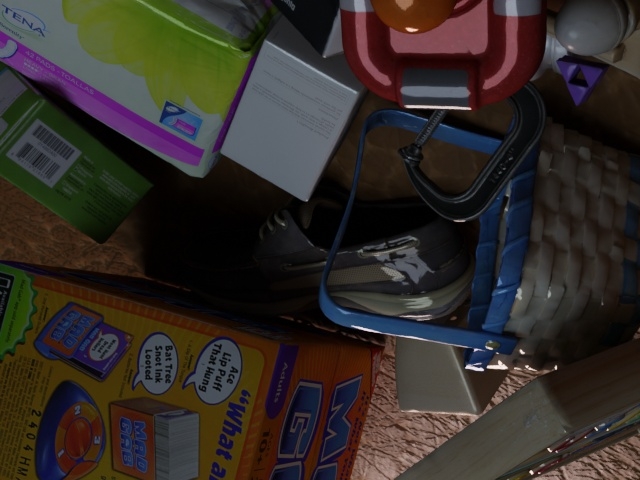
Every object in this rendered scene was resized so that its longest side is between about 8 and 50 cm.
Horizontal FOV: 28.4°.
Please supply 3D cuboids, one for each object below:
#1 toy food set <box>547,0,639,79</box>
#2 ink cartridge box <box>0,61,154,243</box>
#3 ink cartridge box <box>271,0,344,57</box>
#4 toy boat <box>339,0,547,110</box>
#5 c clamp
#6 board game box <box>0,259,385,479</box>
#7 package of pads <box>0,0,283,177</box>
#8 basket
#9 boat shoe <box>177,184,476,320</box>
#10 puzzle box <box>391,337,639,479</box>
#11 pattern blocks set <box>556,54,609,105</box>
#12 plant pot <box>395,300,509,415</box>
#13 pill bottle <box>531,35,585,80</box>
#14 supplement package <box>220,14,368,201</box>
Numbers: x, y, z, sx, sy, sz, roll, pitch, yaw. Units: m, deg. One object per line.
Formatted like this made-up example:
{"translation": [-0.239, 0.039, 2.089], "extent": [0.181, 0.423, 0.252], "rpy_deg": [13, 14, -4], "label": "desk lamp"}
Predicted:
{"translation": [0.152, -0.249, 0.949], "extent": [0.306, 0.092, 0.219], "rpy_deg": [33, 134, 30], "label": "toy food set"}
{"translation": [-0.335, -0.128, 1.461], "extent": [0.189, 0.097, 0.255], "rpy_deg": [41, -179, -45], "label": "ink cartridge box"}
{"translation": [0.018, -0.336, 0.973], "extent": [0.175, 0.069, 0.371], "rpy_deg": [50, 141, 25], "label": "ink cartridge box"}
{"translation": [0.074, -0.188, 0.862], "extent": [0.151, 0.151, 0.231], "rpy_deg": [3, 117, 16], "label": "toy boat"}
{"translation": [0.121, -0.103, 1.079], "extent": [0.137, 0.022, 0.160], "rpy_deg": [35, 110, 19], "label": "c clamp"}
{"translation": [-0.180, 0.246, 1.475], "extent": [0.356, 0.356, 0.356], "rpy_deg": [14, 180, 21], "label": "board game box"}
{"translation": [-0.201, -0.223, 1.291], "extent": [0.297, 0.101, 0.229], "rpy_deg": [30, 143, 1], "label": "package of pads"}
{"translation": [0.158, 0.001, 1.177], "extent": [0.289, 0.254, 0.201], "rpy_deg": [17, 144, 0], "label": "basket"}
{"translation": [0.000, 0.000, 1.403], "extent": [0.356, 0.132, 0.130], "rpy_deg": [0, 123, 22], "label": "boat shoe"}
{"translation": [0.284, 0.145, 1.168], "extent": [0.052, 0.409, 0.272], "rpy_deg": [64, 146, 17], "label": "puzzle box"}
{"translation": [0.299, -0.183, 0.931], "extent": [0.285, 0.026, 0.325], "rpy_deg": [53, 140, 7], "label": "pattern blocks set"}
{"translation": [0.145, 0.128, 1.453], "extent": [0.109, 0.109, 0.096], "rpy_deg": [-3, 119, 35], "label": "plant pot"}
{"translation": [0.155, -0.186, 1.107], "extent": [0.152, 0.086, 0.086], "rpy_deg": [10, 138, 22], "label": "pill bottle"}
{"translation": [-0.013, -0.145, 1.249], "extent": [0.105, 0.105, 0.179], "rpy_deg": [30, 142, 0], "label": "supplement package"}
